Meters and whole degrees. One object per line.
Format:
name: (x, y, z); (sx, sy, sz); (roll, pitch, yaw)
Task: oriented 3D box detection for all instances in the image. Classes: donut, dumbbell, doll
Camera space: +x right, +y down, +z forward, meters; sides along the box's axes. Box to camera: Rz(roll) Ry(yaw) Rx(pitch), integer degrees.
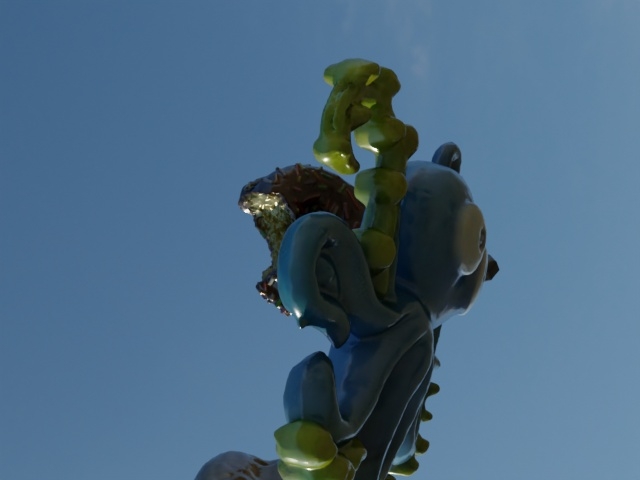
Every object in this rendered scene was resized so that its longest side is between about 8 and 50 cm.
donut: (0.000, -0.001, 1.415); (0.216, 0.096, 0.230); (18, -132, -28)
dumbbell: (0.191, 0.011, 1.293); (0.040, 0.036, 0.083); (-44, -54, -30)
doll: (0.061, 0.055, 0.760); (0.346, 0.098, 0.341); (65, -147, -51)

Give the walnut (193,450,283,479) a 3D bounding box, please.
walnut: (-0.045, 0.433, 1.259); (0.383, 0.383, 0.384); (12, -106, -49)
